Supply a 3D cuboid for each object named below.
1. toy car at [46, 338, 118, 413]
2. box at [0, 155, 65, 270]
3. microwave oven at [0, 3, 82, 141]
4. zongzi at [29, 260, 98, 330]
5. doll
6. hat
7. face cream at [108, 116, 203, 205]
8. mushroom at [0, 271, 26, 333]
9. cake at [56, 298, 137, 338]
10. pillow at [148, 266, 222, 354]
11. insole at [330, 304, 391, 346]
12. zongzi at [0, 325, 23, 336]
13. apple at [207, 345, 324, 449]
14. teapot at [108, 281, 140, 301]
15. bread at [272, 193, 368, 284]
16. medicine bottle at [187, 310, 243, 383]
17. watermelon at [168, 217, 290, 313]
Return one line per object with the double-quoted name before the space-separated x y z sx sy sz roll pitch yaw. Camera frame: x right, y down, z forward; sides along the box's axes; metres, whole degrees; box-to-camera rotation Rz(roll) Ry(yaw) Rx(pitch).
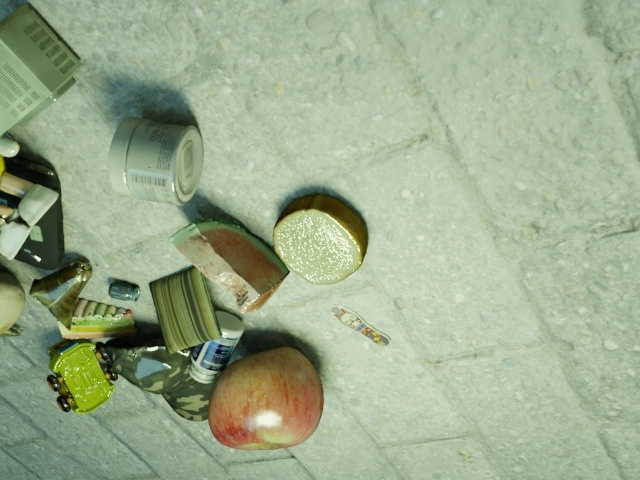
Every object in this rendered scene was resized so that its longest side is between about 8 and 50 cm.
"toy car" -0.774 0.423 2.118 0.142 0.200 0.248 18 128 45
"box" -0.843 -0.091 1.738 0.350 0.091 0.359 20 135 0
"microwave oven" -0.656 -0.348 1.415 0.240 0.145 0.194 -23 123 33
"zongzi" -0.690 0.155 1.874 0.187 0.084 0.184 -25 119 8
"doll" -0.826 -0.140 1.537 0.423 0.161 0.348 14 106 -10
"hat" -0.467 0.440 2.020 0.366 0.257 0.382 -4 109 24
"face cream" -0.354 -0.172 1.450 0.153 0.177 0.177 9 132 7
"mushroom" -0.997 0.141 1.882 0.297 0.297 0.290 -1 102 19
"cake" -0.669 0.234 2.004 0.225 0.090 0.109 0 131 -7
"pillow" -0.369 0.189 1.804 0.212 0.052 0.208 -21 82 32
"insole" 0.106 0.231 1.774 0.197 0.004 0.065 35 131 -14
"zongzi" -1.087 0.193 2.058 0.289 0.123 0.260 11 131 -5
"apple" -0.154 0.434 1.841 0.344 0.269 0.345 -1 157 0
"teapot" -0.558 0.152 1.888 0.083 0.049 0.063 13 133 6
"bread" 0.000 0.000 1.561 0.236 0.070 0.236 10 132 11
"medicine bottle" -0.297 0.301 1.854 0.107 0.107 0.191 25 109 -5
"watermelon" -0.204 0.057 1.591 0.148 0.226 0.318 -41 124 11
